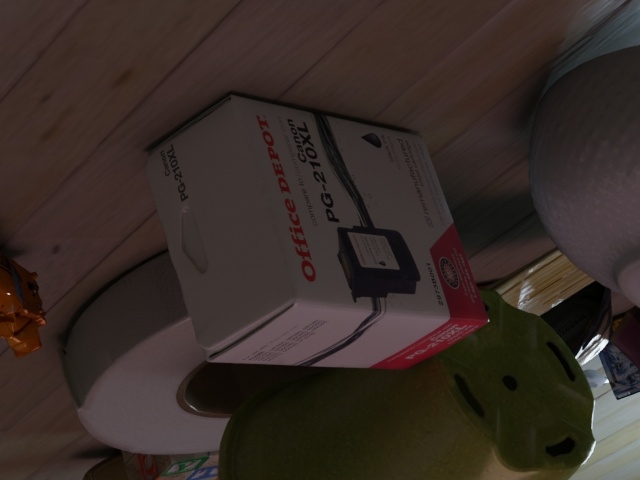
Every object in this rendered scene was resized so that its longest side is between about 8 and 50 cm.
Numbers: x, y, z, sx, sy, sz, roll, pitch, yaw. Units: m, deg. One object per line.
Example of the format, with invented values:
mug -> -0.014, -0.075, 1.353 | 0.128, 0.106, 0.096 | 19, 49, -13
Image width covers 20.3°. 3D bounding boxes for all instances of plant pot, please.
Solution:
plant pot -> 0.092, 0.180, 1.546 | 0.276, 0.276, 0.254 | 1, 146, -42

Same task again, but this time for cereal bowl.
cereal bowl -> 0.328, -0.018, 1.437 | 0.338, 0.141, 0.339 | 11, 159, 4

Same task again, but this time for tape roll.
tape roll -> -0.044, 0.090, 1.663 | 0.392, 0.072, 0.392 | -16, 156, -7

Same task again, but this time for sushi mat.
sushi mat -> 0.231, 0.030, 1.705 | 0.316, 0.019, 0.151 | -30, 156, -23

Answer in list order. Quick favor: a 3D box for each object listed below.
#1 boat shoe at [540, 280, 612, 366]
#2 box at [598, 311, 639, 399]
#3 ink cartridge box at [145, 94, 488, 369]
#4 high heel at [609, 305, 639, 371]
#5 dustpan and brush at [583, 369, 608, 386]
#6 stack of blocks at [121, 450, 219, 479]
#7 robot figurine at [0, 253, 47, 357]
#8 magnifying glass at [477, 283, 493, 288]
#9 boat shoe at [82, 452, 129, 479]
boat shoe -> 0.214, 0.132, 1.924 | 0.285, 0.103, 0.092 | -37, 148, -25
box -> 0.402, 0.124, 2.142 | 0.137, 0.094, 0.027 | -21, 160, 10
ink cartridge box -> 0.000, 0.000, 1.355 | 0.100, 0.172, 0.237 | -32, 156, 33
high heel -> 0.434, 0.066, 1.834 | 0.127, 0.181, 0.377 | -36, 161, -26
dustpan and brush -> 0.271, 0.151, 2.146 | 0.211, 0.060, 0.147 | 1, 152, -42
stack of blocks -> -0.051, 0.191, 1.931 | 0.297, 0.087, 0.171 | -7, 157, -28
robot figurine -> -0.330, 0.041, 1.302 | 0.211, 0.085, 0.291 | -25, 159, 14
magnifying glass -> 0.110, 0.069, 1.846 | 0.231, 0.026, 0.092 | -10, 158, -25
boat shoe -> -0.187, 0.255, 2.034 | 0.190, 0.068, 0.072 | -11, 149, -47
